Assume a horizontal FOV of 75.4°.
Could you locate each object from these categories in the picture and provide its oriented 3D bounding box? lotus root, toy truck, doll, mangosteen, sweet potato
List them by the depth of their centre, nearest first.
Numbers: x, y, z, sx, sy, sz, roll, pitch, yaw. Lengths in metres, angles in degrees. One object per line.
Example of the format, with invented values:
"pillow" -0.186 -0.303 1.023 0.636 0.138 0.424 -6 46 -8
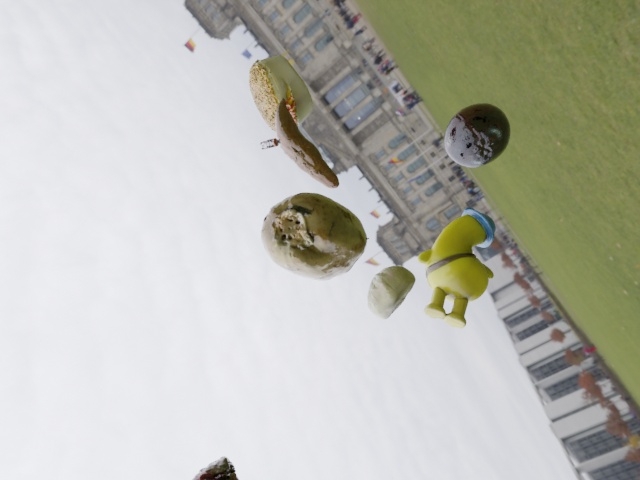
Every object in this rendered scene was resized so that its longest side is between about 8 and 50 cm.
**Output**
"lotus root" 0.000 0.000 0.797 0.146 0.160 0.284 66 -163 18
"doll" 0.365 0.047 1.099 0.200 0.145 0.362 23 -121 4
"toy truck" -0.141 -0.265 1.134 0.032 0.083 0.024 -28 -71 -36
"mangosteen" 0.531 -0.364 1.409 0.216 0.216 0.216 45 -158 -23
"sweet potato" -0.068 -0.311 1.422 0.354 0.106 0.095 55 -173 -3

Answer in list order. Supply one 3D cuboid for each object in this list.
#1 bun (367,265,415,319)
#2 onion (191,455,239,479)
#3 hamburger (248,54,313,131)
"bun" 0.236 0.176 1.455 0.128 0.192 0.179 36 -149 20
"onion" -0.105 0.308 0.375 0.272 0.272 0.195 42 -145 -29
"hamburger" -0.161 -0.538 1.548 0.294 0.179 0.276 55 170 12
